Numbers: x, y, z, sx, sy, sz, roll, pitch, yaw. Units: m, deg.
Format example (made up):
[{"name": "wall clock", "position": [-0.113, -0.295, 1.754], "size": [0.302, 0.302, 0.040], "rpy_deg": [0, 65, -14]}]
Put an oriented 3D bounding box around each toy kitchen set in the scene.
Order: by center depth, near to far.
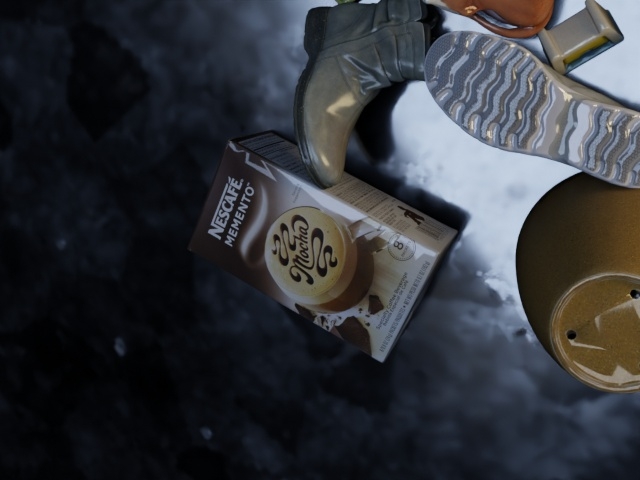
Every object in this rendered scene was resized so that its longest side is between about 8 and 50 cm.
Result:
[{"name": "toy kitchen set", "position": [0.360, -0.169, 0.806], "size": [0.166, 0.122, 0.207], "rpy_deg": [-30, 71, 25]}]

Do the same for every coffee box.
[{"name": "coffee box", "position": [0.000, 0.000, 0.967], "size": [0.297, 0.119, 0.168], "rpy_deg": [29, 113, 13]}]

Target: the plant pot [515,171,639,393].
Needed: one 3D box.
[{"name": "plant pot", "position": [0.310, 0.054, 0.787], "size": [0.237, 0.254, 0.237], "rpy_deg": [5, 105, 21]}]

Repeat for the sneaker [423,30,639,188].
[{"name": "sneaker", "position": [0.241, -0.139, 0.829], "size": [0.281, 0.115, 0.105], "rpy_deg": [29, 105, 3]}]

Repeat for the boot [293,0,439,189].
[{"name": "boot", "position": [0.059, -0.186, 0.874], "size": [0.161, 0.083, 0.246], "rpy_deg": [-4, 72, 24]}]

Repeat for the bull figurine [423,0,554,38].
[{"name": "bull figurine", "position": [0.187, -0.369, 0.763], "size": [0.189, 0.101, 0.310], "rpy_deg": [1, 99, -12]}]

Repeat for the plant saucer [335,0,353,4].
[{"name": "plant saucer", "position": [0.047, -0.388, 0.847], "size": [0.188, 0.188, 0.045], "rpy_deg": [-27, 48, 25]}]
